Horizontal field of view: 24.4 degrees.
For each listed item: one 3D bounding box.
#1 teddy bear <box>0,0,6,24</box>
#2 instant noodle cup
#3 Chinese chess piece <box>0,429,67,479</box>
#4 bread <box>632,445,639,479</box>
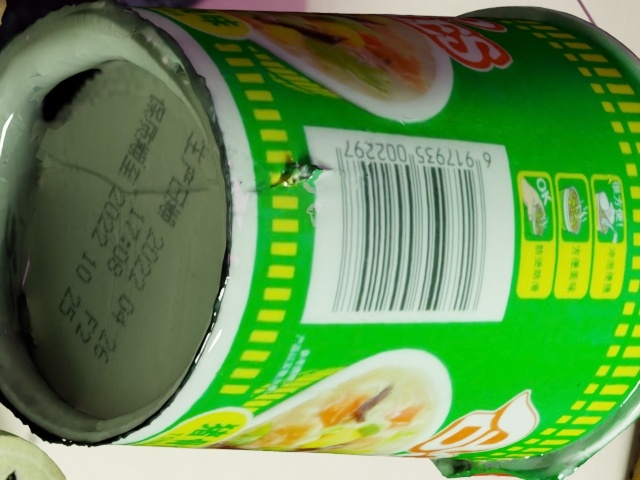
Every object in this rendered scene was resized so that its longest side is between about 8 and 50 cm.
[{"bbox_3d":[-0.199,-0.106,0.327,0.296,0.223,0.246,113,-4,-52],"label":"teddy bear"},{"bbox_3d":[0.000,0.000,0.552,0.233,0.207,0.207,2,85,-49],"label":"instant noodle cup"},{"bbox_3d":[-0.118,0.104,0.495,0.084,0.034,0.084,11,77,-53],"label":"Chinese chess piece"},{"bbox_3d":[0.307,0.187,1.005,0.268,0.146,0.268,0,90,-54],"label":"bread"}]
